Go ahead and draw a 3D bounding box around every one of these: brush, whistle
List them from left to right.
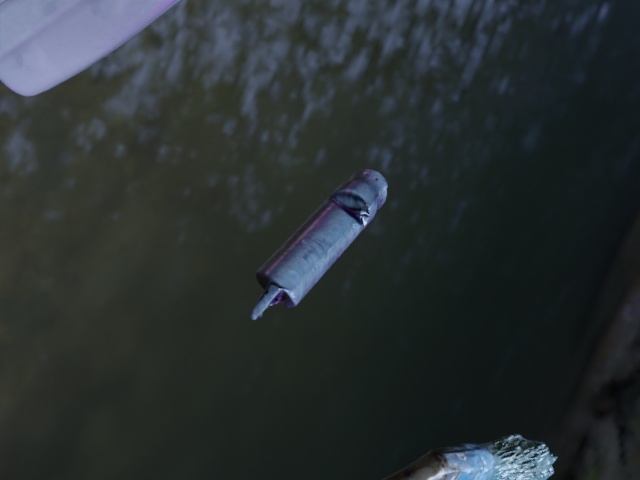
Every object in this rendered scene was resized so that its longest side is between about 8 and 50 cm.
[{"bbox_3d":[0.000,0.000,0.981,0.176,0.033,0.033,-48,156,-55],"label":"whistle"},{"bbox_3d":[0.015,0.105,0.605,0.196,0.021,0.070,0,136,-46],"label":"brush"}]

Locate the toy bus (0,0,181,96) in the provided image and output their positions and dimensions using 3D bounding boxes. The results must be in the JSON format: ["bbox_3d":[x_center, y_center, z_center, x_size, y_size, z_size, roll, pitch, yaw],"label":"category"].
[{"bbox_3d":[-0.089,-0.103,0.302,0.172,0.057,0.072,46,30,-28],"label":"toy bus"}]
